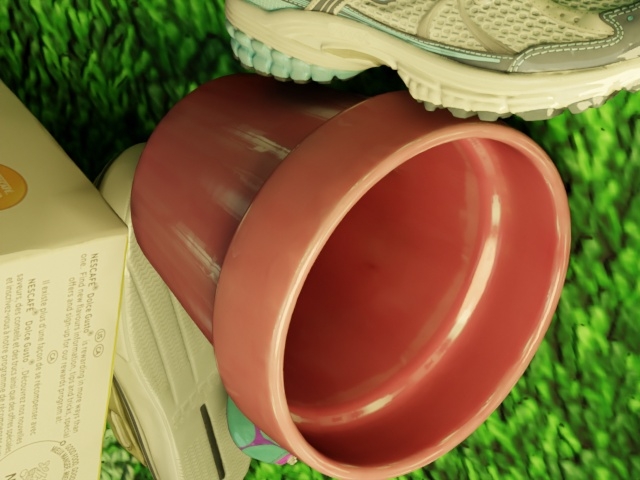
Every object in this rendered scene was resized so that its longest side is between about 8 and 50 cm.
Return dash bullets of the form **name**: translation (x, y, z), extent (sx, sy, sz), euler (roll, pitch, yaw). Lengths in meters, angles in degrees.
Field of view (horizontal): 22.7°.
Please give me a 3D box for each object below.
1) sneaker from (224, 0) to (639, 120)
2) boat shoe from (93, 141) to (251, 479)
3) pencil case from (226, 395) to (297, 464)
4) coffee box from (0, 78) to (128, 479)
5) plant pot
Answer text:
- **sneaker**: translation (0.057, -0.133, 0.746), extent (0.283, 0.110, 0.122), euler (9, 123, 36)
- **boat shoe**: translation (-0.117, 0.062, 1.053), extent (0.094, 0.109, 0.302), euler (22, 136, 30)
- **pencil case**: translation (0.010, 0.101, 1.001), extent (0.151, 0.064, 0.070), euler (-18, 92, 48)
- **coffee box**: translation (-0.351, 0.069, 0.997), extent (0.337, 0.334, 0.338), euler (46, 138, 39)
- **plant pot**: translation (0.000, 0.000, 0.847), extent (0.180, 0.201, 0.201), euler (31, 139, 42)
